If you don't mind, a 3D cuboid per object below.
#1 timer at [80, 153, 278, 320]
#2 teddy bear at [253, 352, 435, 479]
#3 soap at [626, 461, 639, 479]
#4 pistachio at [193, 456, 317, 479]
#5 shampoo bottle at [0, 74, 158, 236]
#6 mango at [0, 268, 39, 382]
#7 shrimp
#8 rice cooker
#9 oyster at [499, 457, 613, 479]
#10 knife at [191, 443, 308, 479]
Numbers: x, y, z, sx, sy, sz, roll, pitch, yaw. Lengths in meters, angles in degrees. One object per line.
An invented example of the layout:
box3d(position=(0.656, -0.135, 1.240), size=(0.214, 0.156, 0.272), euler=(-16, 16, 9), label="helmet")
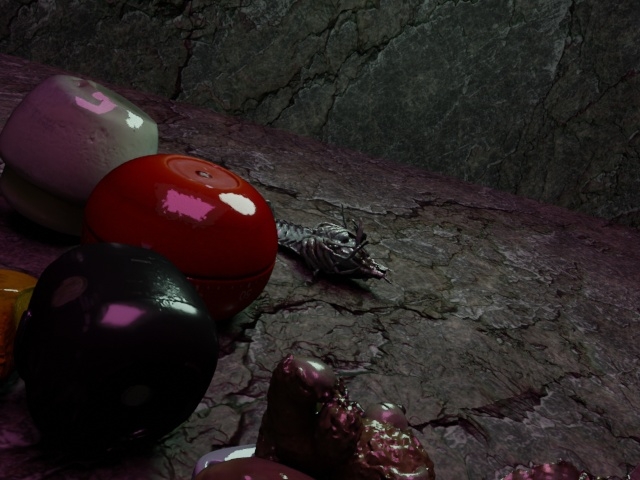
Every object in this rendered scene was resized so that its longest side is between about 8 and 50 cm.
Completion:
box3d(position=(-0.270, -0.011, 1.201), size=(0.378, 0.279, 0.378), euler=(17, 20, -6), label="timer")
box3d(position=(0.040, 0.272, 0.831), size=(0.256, 0.156, 0.267), euler=(24, -13, 10), label="teddy bear")
box3d(position=(0.518, 0.434, 0.895), size=(0.182, 0.112, 0.289), euler=(31, 26, 34), label="soap")
box3d(position=(-0.066, 0.324, 0.736), size=(0.185, 0.124, 0.124), euler=(18, 20, -18), label="pistachio")
box3d(position=(-0.530, -0.193, 1.350), size=(0.323, 0.317, 0.322), euler=(26, 13, -6), label="shampoo bottle")
box3d(position=(-0.500, 0.119, 0.845), size=(0.199, 0.201, 0.350), euler=(41, 14, -3), label="mango")
box3d(position=(0.003, 0.004, 1.543), size=(0.411, 0.166, 0.221), euler=(14, 51, 33), label="shrimp")
box3d(position=(-0.277, 0.151, 0.840), size=(0.267, 0.267, 0.224), euler=(0, 35, -36), label="rice cooker")
box3d(position=(0.263, 0.387, 0.793), size=(0.337, 0.133, 0.198), euler=(5, 10, -11), label="oyster")
box3d(position=(-0.037, 0.317, 0.896), size=(0.331, 0.044, 0.080), euler=(0, 26, -43), label="knife")
